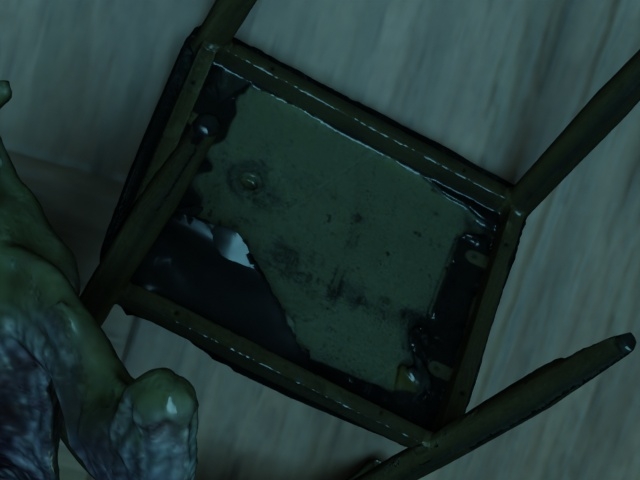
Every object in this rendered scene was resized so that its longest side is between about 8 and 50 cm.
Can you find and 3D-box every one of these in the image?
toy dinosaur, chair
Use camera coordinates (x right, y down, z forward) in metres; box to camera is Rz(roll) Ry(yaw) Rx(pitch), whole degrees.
[{"bbox_3d":[-0.132,0.025,0.617,0.077,0.294,0.162,-16,100,-22],"label":"toy dinosaur"},{"bbox_3d":[0.000,0.000,0.668,0.188,0.166,0.272,27,143,-10],"label":"chair"}]
